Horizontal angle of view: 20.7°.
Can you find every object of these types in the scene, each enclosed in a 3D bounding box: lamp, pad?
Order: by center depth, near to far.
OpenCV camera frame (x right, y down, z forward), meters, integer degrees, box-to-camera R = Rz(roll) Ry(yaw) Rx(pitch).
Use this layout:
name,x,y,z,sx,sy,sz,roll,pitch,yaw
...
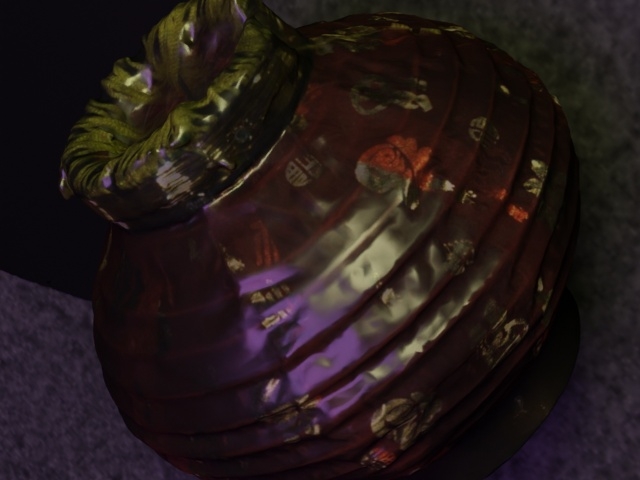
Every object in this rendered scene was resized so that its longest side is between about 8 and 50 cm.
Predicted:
name,x,y,z,sx,sy,sz,roll,pitch,yaw
lamp,0.000,0.000,0.773,0.247,0.247,0.247,13,117,28
pad,-0.138,-0.089,0.960,0.181,0.004,0.267,16,119,26
